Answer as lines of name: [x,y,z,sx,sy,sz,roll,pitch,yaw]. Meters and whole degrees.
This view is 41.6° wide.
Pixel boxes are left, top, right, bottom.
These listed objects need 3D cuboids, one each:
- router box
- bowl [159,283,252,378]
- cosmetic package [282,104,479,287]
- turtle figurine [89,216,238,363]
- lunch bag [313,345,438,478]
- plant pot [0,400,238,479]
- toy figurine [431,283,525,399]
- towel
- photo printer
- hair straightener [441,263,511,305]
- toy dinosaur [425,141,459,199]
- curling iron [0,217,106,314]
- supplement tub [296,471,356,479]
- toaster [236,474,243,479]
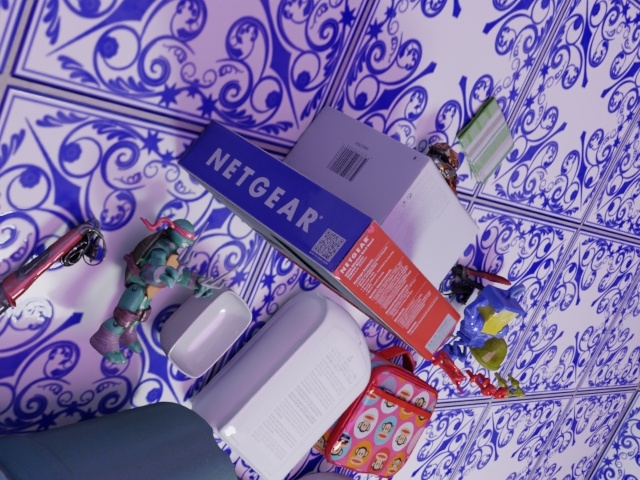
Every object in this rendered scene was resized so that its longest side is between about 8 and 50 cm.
router box: [0.000,0.000,1.164,0.082,0.335,0.301,-52,140,-5]
bowl: [-0.179,0.130,1.280,0.142,0.053,0.142,-47,152,-11]
cosmetic package: [0.090,-0.061,1.300,0.138,0.224,0.224,-53,141,-4]
turtle figurine: [-0.216,0.054,1.150,0.234,0.118,0.175,-52,160,9]
lunch bag: [0.113,0.334,1.695,0.293,0.120,0.258,33,86,-51]
plant pot: [-0.310,0.388,1.148,0.334,0.341,0.341,-12,125,-51]
toy figurine: [0.377,0.189,1.764,0.362,0.191,0.217,18,115,-50]
towel: [0.314,-0.190,1.607,0.113,0.023,0.152,-50,139,-10]
photo printer: [-0.048,0.248,1.467,0.307,0.107,0.256,-46,139,-13]
hair straightener: [0.326,0.105,1.798,0.230,0.047,0.089,14,107,-52]
toy dinosaur: [0.198,-0.008,1.521,0.218,0.164,0.322,-40,119,-43]
curling iron: [-0.379,0.070,1.058,0.274,0.035,0.068,-41,139,-18]
supplement tub: [0.031,0.646,1.733,0.228,0.228,0.316,-38,138,-21]
toaster: [-0.157,0.549,1.565,0.168,0.110,0.186,-46,140,-11]
